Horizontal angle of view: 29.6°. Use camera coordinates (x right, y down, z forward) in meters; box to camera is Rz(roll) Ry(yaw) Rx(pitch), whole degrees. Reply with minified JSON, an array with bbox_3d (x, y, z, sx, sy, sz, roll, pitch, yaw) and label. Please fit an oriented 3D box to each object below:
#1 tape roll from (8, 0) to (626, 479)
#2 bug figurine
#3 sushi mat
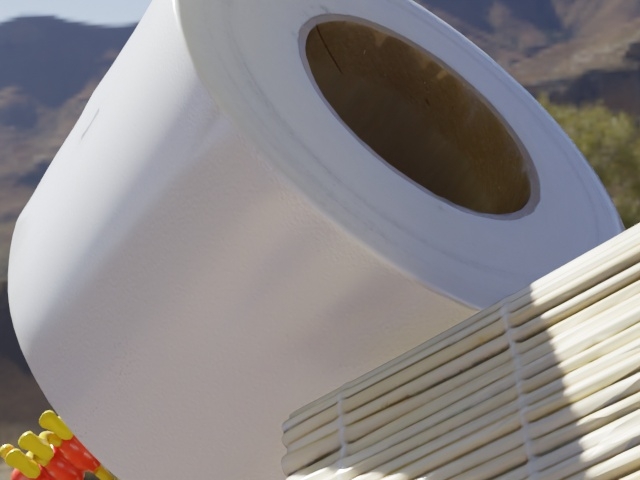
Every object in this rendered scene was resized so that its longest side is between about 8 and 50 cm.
[{"bbox_3d":[0.000,0.000,0.571,0.246,0.246,0.169,-12,-33,-53],"label":"tape roll"},{"bbox_3d":[-0.066,0.169,0.815,0.216,0.279,0.072,-44,22,2],"label":"bug figurine"},{"bbox_3d":[0.116,0.034,0.319,0.316,0.019,0.151,-31,31,20],"label":"sushi mat"}]
